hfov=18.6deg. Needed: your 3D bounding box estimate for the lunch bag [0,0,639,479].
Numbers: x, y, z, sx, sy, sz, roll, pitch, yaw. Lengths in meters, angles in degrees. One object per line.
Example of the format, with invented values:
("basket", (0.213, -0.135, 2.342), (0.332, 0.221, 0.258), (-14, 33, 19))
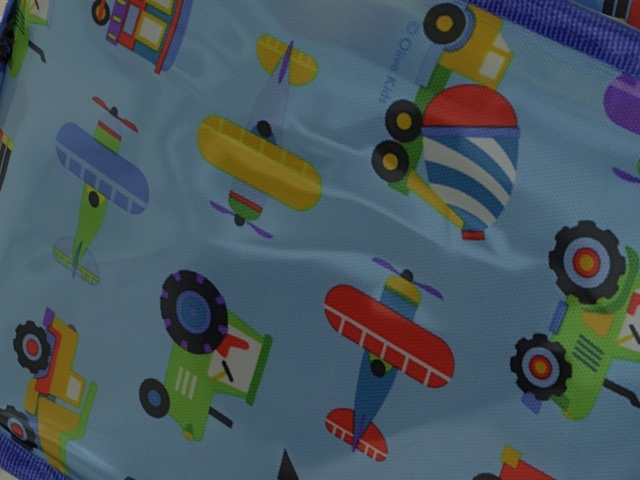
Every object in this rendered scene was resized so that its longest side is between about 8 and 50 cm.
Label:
("lunch bag", (0.000, 0.000, 0.594), (0.138, 0.293, 0.221), (-33, -37, -61))
